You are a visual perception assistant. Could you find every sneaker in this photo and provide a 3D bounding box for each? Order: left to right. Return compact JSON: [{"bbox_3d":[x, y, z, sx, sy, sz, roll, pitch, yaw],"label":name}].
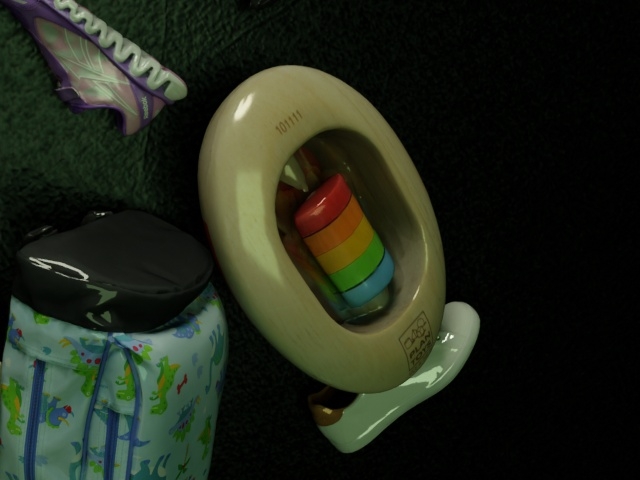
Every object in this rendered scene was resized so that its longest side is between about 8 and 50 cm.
[{"bbox_3d":[-0.265,-0.197,0.837,0.236,0.095,0.104,35,94,-30],"label":"sneaker"},{"bbox_3d":[0.106,0.174,1.105,0.290,0.106,0.123,-42,120,-9],"label":"sneaker"}]

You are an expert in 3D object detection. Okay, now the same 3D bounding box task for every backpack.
[{"bbox_3d":[-0.230,0.178,0.851,0.273,0.290,0.355,28,102,5],"label":"backpack"}]

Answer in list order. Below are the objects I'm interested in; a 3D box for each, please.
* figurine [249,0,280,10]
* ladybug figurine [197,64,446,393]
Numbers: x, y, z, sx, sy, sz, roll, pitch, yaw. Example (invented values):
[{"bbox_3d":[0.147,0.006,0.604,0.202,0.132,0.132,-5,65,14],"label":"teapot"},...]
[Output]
[{"bbox_3d":[-0.016,-0.403,0.908,0.209,0.092,0.214,-23,111,-15],"label":"figurine"},{"bbox_3d":[0.000,0.000,0.955,0.305,0.162,0.449,-44,117,-30],"label":"ladybug figurine"}]
